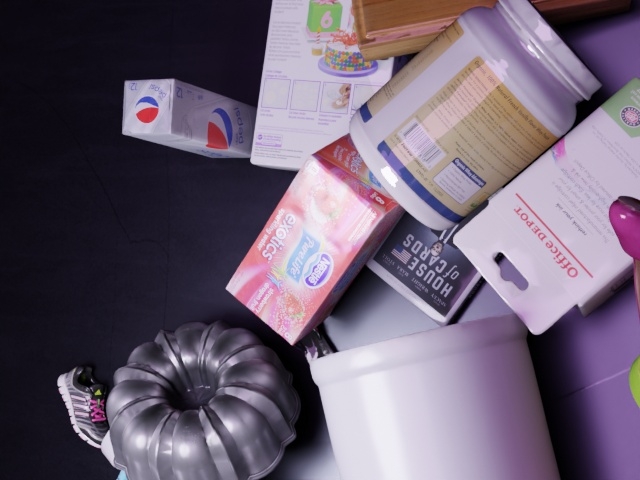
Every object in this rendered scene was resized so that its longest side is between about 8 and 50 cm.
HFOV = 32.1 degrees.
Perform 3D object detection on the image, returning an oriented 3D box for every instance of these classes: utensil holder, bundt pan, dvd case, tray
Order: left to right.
[{"bbox_3d":[-0.203,0.259,1.825,0.330,0.124,0.331,-7,45,7],"label":"bundt pan"},{"bbox_3d":[0.204,-0.005,1.793,0.179,0.029,0.239,40,103,24],"label":"dvd case"},{"bbox_3d":[0.186,0.326,1.619,0.327,0.327,0.386,-18,81,24],"label":"utensil holder"},{"bbox_3d":[0.250,-0.419,1.712,0.410,0.076,0.203,-10,78,11],"label":"tray"}]

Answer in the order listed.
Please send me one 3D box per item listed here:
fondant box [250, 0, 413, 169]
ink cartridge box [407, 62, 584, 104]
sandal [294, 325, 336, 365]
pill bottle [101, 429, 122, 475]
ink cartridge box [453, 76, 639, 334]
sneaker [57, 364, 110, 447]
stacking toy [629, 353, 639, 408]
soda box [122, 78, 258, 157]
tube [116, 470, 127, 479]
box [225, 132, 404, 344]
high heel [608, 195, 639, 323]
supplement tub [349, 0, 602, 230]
[{"bbox_3d":[0.026,-0.275,1.865,0.238,0.096,0.330,8,91,26],"label":"fondant box"},{"bbox_3d":[0.275,-0.260,1.752,0.223,0.045,0.224,-36,72,12],"label":"ink cartridge box"},{"bbox_3d":[-0.030,0.155,1.892,0.067,0.040,0.179,-43,69,18],"label":"sandal"},{"bbox_3d":[-0.237,0.427,1.905,0.301,0.169,0.169,44,105,22],"label":"pill bottle"},{"bbox_3d":[0.391,-0.036,1.613,0.353,0.119,0.207,-40,69,4],"label":"ink cartridge box"},{"bbox_3d":[-0.426,0.303,2.066,0.075,0.063,0.170,-43,64,24],"label":"sneaker"},{"bbox_3d":[0.518,0.293,1.501,0.130,0.308,0.280,-54,41,45],"label":"stacking toy"},{"bbox_3d":[-0.210,-0.200,1.870,0.098,0.286,0.091,2,87,25],"label":"soda box"},{"bbox_3d":[-0.251,0.425,1.794,0.207,0.052,0.080,20,69,26],"label":"tube"},{"bbox_3d":[0.000,0.000,1.775,0.154,0.142,0.300,40,122,9],"label":"box"},{"bbox_3d":[0.448,0.073,1.476,0.181,0.377,0.127,-56,43,6],"label":"high heel"},{"bbox_3d":[0.223,-0.191,1.611,0.316,0.228,0.228,-41,70,17],"label":"supplement tub"}]
